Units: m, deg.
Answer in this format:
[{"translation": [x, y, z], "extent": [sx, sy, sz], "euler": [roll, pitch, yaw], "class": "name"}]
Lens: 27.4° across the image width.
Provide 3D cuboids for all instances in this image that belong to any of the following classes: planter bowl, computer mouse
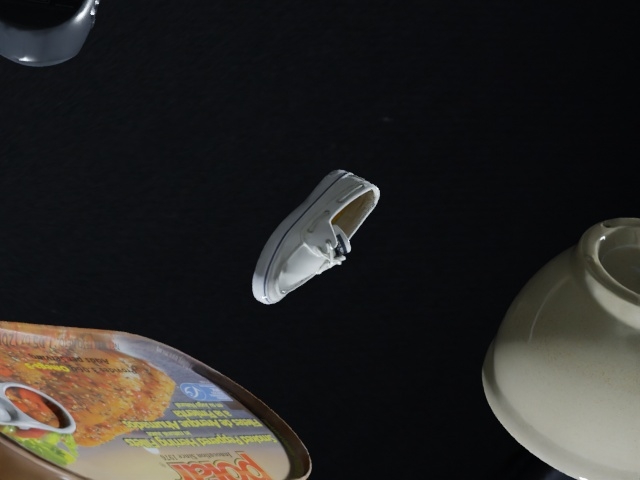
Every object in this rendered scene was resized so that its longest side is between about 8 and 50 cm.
[{"translation": [0.187, 0.056, 0.786], "extent": [0.162, 0.162, 0.109], "euler": [-4, -52, -19], "class": "planter bowl"}, {"translation": [-0.148, -0.189, 0.770], "extent": [0.071, 0.041, 0.242], "euler": [10, -126, -1], "class": "computer mouse"}]

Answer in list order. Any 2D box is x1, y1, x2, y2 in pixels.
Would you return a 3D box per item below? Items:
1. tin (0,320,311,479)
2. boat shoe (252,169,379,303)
[{"translation": [-0.075, 0.074, 0.490], "extent": [0.189, 0.106, 0.040], "euler": [15, -75, -62], "class": "tin"}, {"translation": [0.000, 0.000, 0.754], "extent": [0.100, 0.035, 0.035], "euler": [-49, -37, -31], "class": "boat shoe"}]
